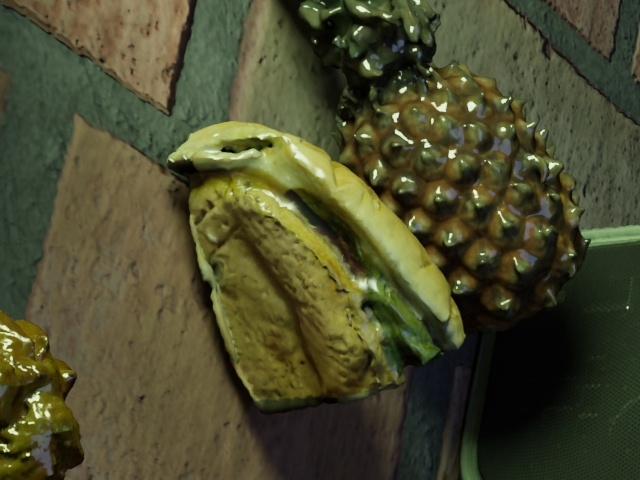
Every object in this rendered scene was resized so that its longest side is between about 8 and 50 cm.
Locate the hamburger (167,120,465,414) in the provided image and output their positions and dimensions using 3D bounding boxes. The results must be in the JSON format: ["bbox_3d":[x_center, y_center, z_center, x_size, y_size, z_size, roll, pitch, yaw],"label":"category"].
[{"bbox_3d":[0.000,0.000,1.333,0.135,0.155,0.208,-40,109,-52],"label":"hamburger"}]

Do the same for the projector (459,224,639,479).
[{"bbox_3d":[0.290,0.148,1.596,0.249,0.248,0.249,35,59,-45],"label":"projector"}]

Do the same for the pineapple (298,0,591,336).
[{"bbox_3d":[0.059,-0.097,1.429,0.361,0.175,0.175,55,44,-14],"label":"pineapple"}]

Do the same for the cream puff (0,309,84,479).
[{"bbox_3d":[-0.185,0.099,1.113,0.116,0.094,0.122,2,87,-50],"label":"cream puff"}]
